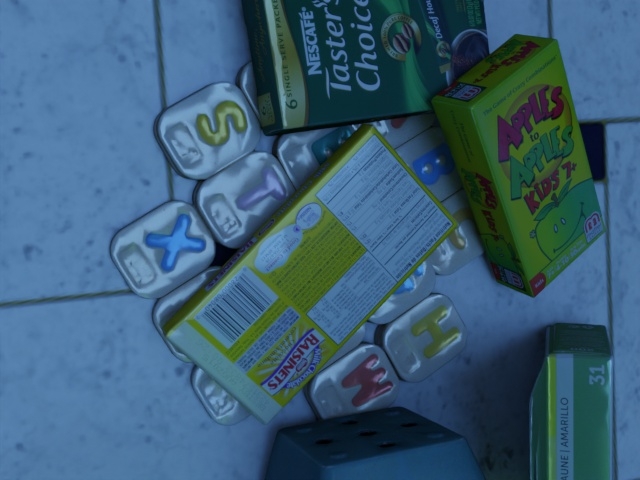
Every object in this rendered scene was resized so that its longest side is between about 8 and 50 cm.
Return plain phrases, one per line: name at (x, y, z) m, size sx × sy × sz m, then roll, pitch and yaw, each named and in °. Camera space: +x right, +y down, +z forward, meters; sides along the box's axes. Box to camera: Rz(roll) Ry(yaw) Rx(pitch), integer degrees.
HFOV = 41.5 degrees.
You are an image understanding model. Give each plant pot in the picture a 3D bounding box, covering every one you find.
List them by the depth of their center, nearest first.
plant pot at (0.043, 0.249, 0.599) m, size 0.166 × 0.166 × 0.234 m, roll -6°, pitch 93°, yaw -20°

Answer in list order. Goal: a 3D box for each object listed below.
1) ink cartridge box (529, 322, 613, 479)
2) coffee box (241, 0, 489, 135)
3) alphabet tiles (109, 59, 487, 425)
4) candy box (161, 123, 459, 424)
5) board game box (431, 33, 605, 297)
ink cartridge box at (0.187, 0.165, 0.619) m, size 0.056 × 0.235 × 0.171 m, roll 0°, pitch 95°, yaw 16°
coffee box at (0.039, -0.142, 0.615) m, size 0.184 × 0.040 × 0.113 m, roll -10°, pitch 95°, yaw -25°
alphabet tiles at (0.000, 0.000, 0.640) m, size 0.278 × 0.021 × 0.284 m, roll -32°, pitch 103°, yaw -16°
candy box at (-0.004, 0.024, 0.605) m, size 0.206 × 0.027 × 0.105 m, roll -45°, pitch 114°, yaw -5°
board game box at (0.157, -0.054, 0.649) m, size 0.092 × 0.043 × 0.181 m, roll -39°, pitch 125°, yaw -18°
